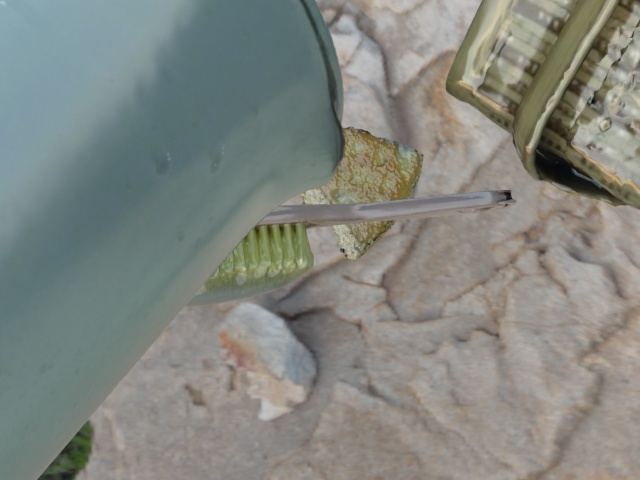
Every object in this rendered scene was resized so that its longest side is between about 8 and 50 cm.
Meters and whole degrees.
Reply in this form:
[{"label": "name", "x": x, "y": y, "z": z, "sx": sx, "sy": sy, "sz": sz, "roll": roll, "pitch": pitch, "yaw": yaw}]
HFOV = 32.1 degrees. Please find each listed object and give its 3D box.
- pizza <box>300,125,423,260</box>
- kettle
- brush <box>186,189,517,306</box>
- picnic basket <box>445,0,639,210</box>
[{"label": "pizza", "x": 0.045, "y": -0.091, "z": 1.571, "sx": 0.188, "sy": 0.204, "sz": 0.080, "roll": 49, "pitch": 146, "yaw": 1}, {"label": "kettle", "x": -0.179, "y": -0.011, "z": 0.447, "sx": 0.265, "sy": 0.205, "sz": 0.318, "roll": 20, "pitch": 56, "yaw": 35}, {"label": "brush", "x": 0.000, "y": 0.002, "z": 0.775, "sx": 0.072, "sy": 0.312, "sz": 0.067, "roll": 174, "pitch": 89, "yaw": -67}, {"label": "picnic basket", "x": 0.217, "y": -0.136, "z": 0.456, "sx": 0.175, "sy": 0.313, "sz": 0.228, "roll": 35, "pitch": 128, "yaw": 15}]
